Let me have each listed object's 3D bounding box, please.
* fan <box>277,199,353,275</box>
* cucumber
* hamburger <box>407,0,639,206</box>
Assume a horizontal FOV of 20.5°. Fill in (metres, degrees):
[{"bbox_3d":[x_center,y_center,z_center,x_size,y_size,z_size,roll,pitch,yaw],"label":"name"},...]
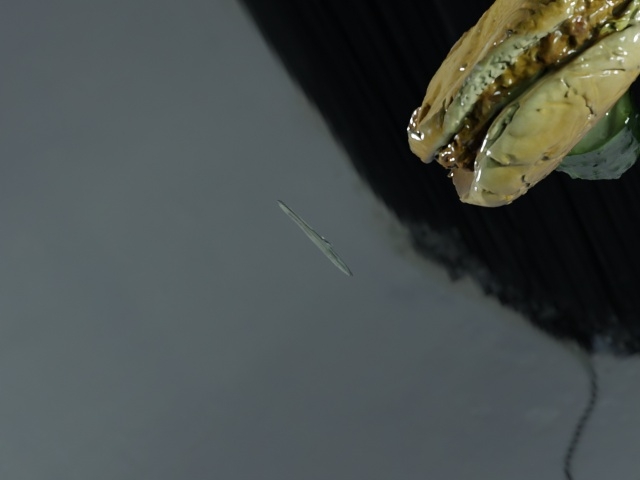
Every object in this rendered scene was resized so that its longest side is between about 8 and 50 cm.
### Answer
[{"bbox_3d":[-0.006,-0.005,1.002,0.003,0.080,0.060,-45,71,-4],"label":"fan"},{"bbox_3d":[0.321,-0.125,2.067,0.134,0.244,0.134,-7,71,19],"label":"cucumber"},{"bbox_3d":[0.211,-0.169,1.719,0.283,0.145,0.259,-54,5,31],"label":"hamburger"}]
